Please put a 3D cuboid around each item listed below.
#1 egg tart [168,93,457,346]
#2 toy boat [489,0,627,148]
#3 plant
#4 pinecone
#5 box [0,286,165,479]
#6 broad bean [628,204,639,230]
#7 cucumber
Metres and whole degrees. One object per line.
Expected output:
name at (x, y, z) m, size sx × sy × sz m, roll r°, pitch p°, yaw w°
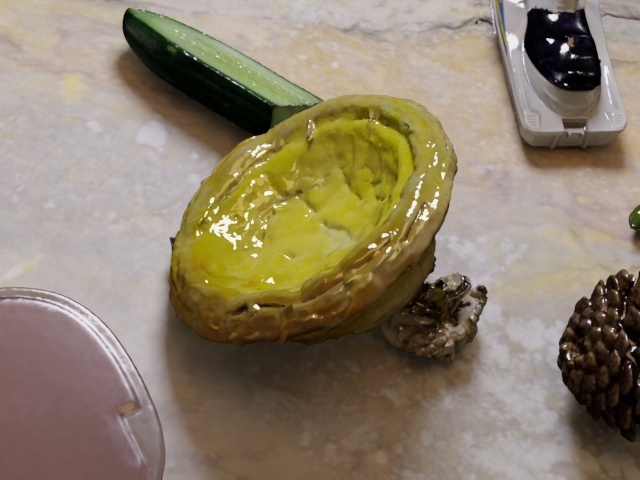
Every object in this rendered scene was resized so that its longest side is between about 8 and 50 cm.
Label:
egg tart at (0.000, 0.000, 1.937) m, size 0.345 × 0.132 × 0.345 m, roll -18°, pitch 38°, yaw 15°
toy boat at (0.281, -0.241, 2.219) m, size 0.141 × 0.141 × 0.269 m, roll -1°, pitch 69°, yaw -13°
plant at (0.122, 0.065, 1.972) m, size 0.104 × 0.122 × 0.116 m, roll 33°, pitch 64°, yaw 15°
pinecone at (0.354, 0.124, 1.949) m, size 0.204 × 0.179 × 0.184 m, roll 20°, pitch 74°, yaw -18°
box at (-0.296, 0.221, 1.712) m, size 0.301 × 0.216 × 0.301 m, roll 5°, pitch 52°, yaw -7°
broad bean at (0.461, -0.051, 2.169) m, size 0.254 × 0.046 × 0.065 m, roll -21°, pitch 55°, yaw -26°
cucumber at (-0.126, -0.189, 2.130) m, size 0.244 × 0.063 × 0.115 m, roll 33°, pitch 21°, yaw 15°
